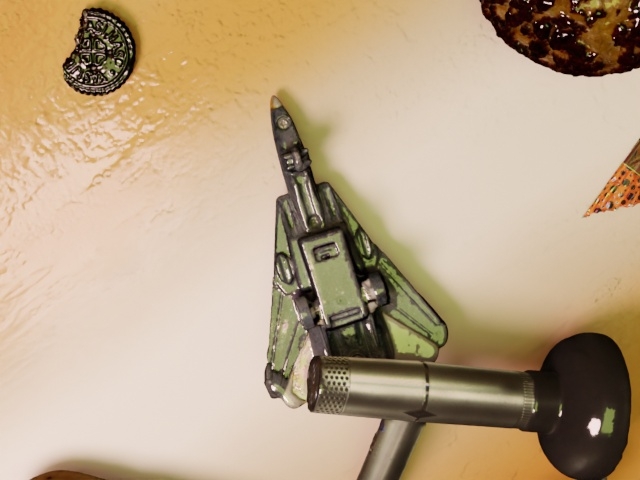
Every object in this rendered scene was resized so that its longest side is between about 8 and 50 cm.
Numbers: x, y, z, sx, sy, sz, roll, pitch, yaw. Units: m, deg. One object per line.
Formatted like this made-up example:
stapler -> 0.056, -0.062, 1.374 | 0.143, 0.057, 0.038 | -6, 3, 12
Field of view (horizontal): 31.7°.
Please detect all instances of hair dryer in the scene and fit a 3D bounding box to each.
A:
hair dryer -> 0.137, 0.206, 1.226 | 0.320, 0.155, 0.284 | 1, 148, -6

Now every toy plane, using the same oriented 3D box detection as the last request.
toy plane -> 0.002, 0.002, 1.176 | 0.204, 0.103, 0.316 | -18, 102, -6

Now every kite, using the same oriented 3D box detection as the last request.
kite -> 0.382, -0.098, 1.197 | 0.222, 0.008, 0.125 | -9, 101, 3

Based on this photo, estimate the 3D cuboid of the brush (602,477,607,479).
brush -> 0.188, 0.360, 1.203 | 0.323, 0.051, 0.070 | -46, 70, -3

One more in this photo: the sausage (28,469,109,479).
sausage -> -0.106, 0.362, 1.247 | 0.501, 0.136, 0.123 | 14, 86, -3

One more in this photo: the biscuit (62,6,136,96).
biscuit -> -0.233, -0.196, 1.172 | 0.087, 0.027, 0.089 | -27, 102, 6

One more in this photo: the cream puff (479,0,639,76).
cream puff -> 0.266, -0.271, 1.076 | 0.239, 0.165, 0.239 | 1, 105, 4
